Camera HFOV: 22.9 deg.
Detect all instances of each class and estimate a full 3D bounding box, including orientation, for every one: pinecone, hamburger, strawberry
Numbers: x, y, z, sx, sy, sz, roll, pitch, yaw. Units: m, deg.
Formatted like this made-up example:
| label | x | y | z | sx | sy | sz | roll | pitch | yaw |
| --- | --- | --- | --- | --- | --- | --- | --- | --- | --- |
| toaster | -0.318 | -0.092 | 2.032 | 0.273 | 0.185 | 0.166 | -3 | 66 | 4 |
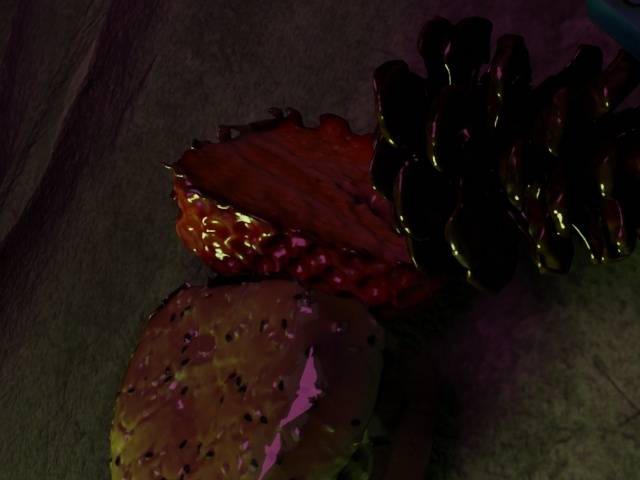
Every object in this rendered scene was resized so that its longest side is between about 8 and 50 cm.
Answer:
| label | x | y | z | sx | sy | sz | roll | pitch | yaw |
| --- | --- | --- | --- | --- | --- | --- | --- | --- | --- |
| pinecone | 0.168 | -0.074 | 1.313 | 0.309 | 0.244 | 0.244 | -2 | 66 | 35 |
| hamburger | -0.049 | 0.188 | 1.443 | 0.318 | 0.195 | 0.276 | -9 | 59 | 47 |
| strawberry | 0.001 | -0.009 | 1.531 | 0.253 | 0.280 | 0.150 | -49 | -23 | -58 |

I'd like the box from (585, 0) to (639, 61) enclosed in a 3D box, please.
| label | x | y | z | sx | sy | sz | roll | pitch | yaw |
| --- | --- | --- | --- | --- | --- | --- | --- | --- | --- |
| box | 0.346 | -0.200 | 1.245 | 0.226 | 0.042 | 0.161 | -26 | 38 | -7 |
